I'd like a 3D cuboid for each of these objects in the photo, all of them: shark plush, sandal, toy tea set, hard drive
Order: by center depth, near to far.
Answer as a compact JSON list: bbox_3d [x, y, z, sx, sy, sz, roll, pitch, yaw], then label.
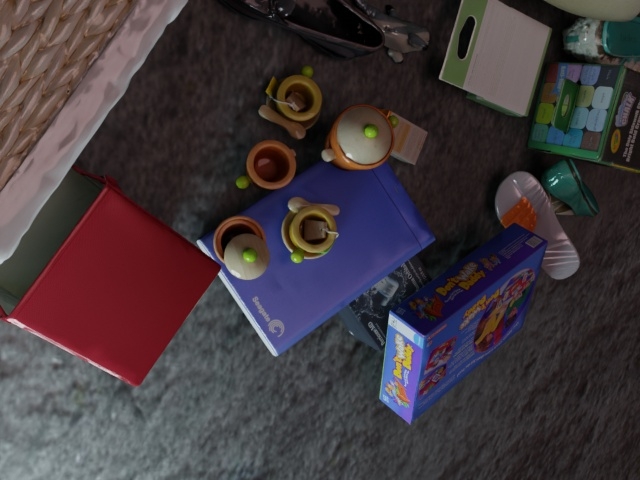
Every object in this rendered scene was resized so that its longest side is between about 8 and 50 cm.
[{"bbox_3d":[-0.024,-0.088,1.043,0.200,0.124,0.336,26,78,-13],"label":"toy tea set"},{"bbox_3d":[0.000,0.000,1.130,0.319,0.040,0.210,-35,95,-17],"label":"hard drive"},{"bbox_3d":[0.108,-0.350,1.179,0.161,0.073,0.067,22,70,-17],"label":"shark plush"},{"bbox_3d":[0.425,-0.031,1.455,0.102,0.076,0.265,-33,114,11],"label":"sandal"}]

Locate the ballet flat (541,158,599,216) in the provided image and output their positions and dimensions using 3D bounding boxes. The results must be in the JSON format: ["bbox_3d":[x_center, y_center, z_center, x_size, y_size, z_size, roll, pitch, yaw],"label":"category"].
[{"bbox_3d":[0.502,-0.097,1.485,0.087,0.083,0.247,-26,153,22],"label":"ballet flat"}]

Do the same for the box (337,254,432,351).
[{"bbox_3d":[0.095,0.075,1.250,0.158,0.093,0.156,-44,124,-15],"label":"box"}]

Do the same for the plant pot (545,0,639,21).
[{"bbox_3d":[0.434,-0.515,1.234,0.191,0.284,0.284,-2,108,5],"label":"plant pot"}]

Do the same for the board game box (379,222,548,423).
[{"bbox_3d":[0.260,0.145,1.319,0.347,0.078,0.233,-30,140,-33],"label":"board game box"}]

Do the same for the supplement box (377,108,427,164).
[{"bbox_3d":[0.129,-0.176,1.234,0.098,0.036,0.062,22,90,-37],"label":"supplement box"}]

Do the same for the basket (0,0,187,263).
[{"bbox_3d":[-0.360,-0.198,0.716,0.266,0.328,0.331,35,83,-32],"label":"basket"}]

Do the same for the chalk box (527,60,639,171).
[{"bbox_3d":[0.534,-0.242,1.410,0.289,0.179,0.180,7,100,-35],"label":"chalk box"}]

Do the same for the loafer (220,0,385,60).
[{"bbox_3d":[-0.030,-0.347,1.037,0.302,0.095,0.109,19,92,-37],"label":"loafer"}]

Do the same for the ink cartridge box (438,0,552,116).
[{"bbox_3d":[0.302,-0.334,1.298,0.235,0.056,0.171,12,96,-33],"label":"ink cartridge box"}]

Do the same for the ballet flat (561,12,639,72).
[{"bbox_3d":[0.654,-0.398,1.470,0.409,0.147,0.147,2,103,-28],"label":"ballet flat"}]

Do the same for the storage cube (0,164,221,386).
[{"bbox_3d":[-0.283,0.040,0.921,0.193,0.184,0.215,40,79,-37],"label":"storage cube"}]
